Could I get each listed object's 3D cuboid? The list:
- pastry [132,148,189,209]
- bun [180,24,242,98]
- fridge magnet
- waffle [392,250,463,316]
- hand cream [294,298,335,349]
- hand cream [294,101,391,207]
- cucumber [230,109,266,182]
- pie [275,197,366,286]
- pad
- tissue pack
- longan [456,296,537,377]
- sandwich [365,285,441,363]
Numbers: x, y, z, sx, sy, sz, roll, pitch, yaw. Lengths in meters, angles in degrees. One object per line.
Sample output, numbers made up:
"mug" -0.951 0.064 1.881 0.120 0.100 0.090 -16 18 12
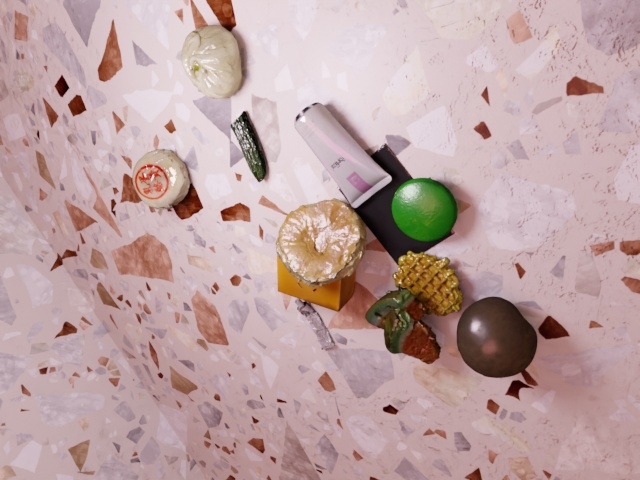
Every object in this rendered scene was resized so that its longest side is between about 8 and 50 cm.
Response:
"pastry" -0.688 -0.264 1.849 0.265 0.133 0.265 1 96 8
"bun" -0.392 -0.631 1.512 0.259 0.160 0.259 12 114 28
"fridge magnet" 0.325 -0.097 1.340 0.208 0.088 0.208 14 118 27
"waffle" 0.359 0.151 1.454 0.243 0.059 0.237 1 114 35
"hand cream" -0.029 0.348 1.800 0.084 0.050 0.257 -26 102 39
"hand cream" 0.060 -0.287 1.419 0.358 0.118 0.185 50 127 -3
"cucumber" -0.264 -0.351 1.616 0.077 0.077 0.265 -15 105 36
"pie" 0.000 0.000 1.496 0.339 0.083 0.339 -8 66 19
"pad" 0.245 -0.108 1.445 0.367 0.007 0.247 52 127 1
"tissue pack" -0.016 0.120 1.628 0.274 0.145 0.194 15 120 25
"longan" 0.540 0.296 1.318 0.248 0.248 0.248 13 118 27
"sandwich" 0.289 0.326 1.482 0.301 0.162 0.250 44 148 -5
